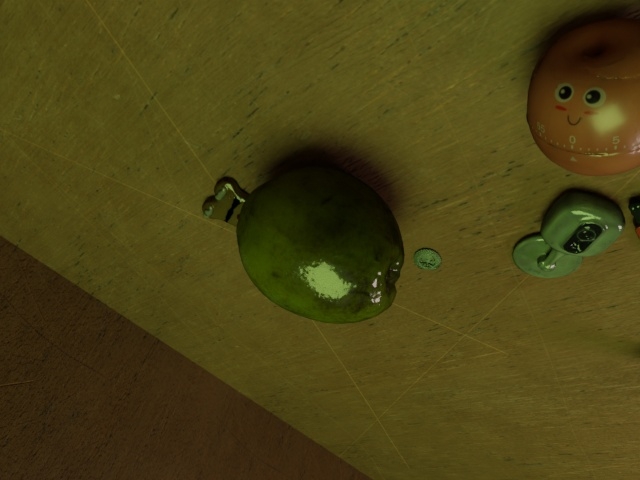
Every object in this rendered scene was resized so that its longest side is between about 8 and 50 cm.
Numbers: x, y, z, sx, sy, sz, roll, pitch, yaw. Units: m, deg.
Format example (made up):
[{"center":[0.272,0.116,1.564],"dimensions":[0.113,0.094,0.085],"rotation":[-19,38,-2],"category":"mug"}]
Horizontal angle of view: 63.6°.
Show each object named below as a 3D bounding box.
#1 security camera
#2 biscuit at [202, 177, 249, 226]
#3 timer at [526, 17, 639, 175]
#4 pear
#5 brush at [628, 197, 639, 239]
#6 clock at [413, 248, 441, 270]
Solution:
[{"center":[0.556,0.012,1.184],"dimensions":[0.157,0.080,0.302],"rotation":[17,143,2],"category":"security camera"},{"center":[-0.175,-0.055,1.426],"dimensions":[0.301,0.049,0.197],"rotation":[29,142,-12],"category":"biscuit"},{"center":[0.452,-0.226,0.828],"dimensions":[0.229,0.230,0.215],"rotation":[-4,134,26],"category":"timer"},{"center":[0.000,0.000,1.177],"dimensions":[0.413,0.352,0.352],"rotation":[28,144,21],"category":"pear"},{"center":[0.756,0.022,1.127],"dimensions":[0.070,0.051,0.323],"rotation":[-24,125,37],"category":"brush"},{"center":[0.287,0.051,1.385],"dimensions":[0.074,0.010,0.083],"rotation":[4,138,18],"category":"clock"}]
